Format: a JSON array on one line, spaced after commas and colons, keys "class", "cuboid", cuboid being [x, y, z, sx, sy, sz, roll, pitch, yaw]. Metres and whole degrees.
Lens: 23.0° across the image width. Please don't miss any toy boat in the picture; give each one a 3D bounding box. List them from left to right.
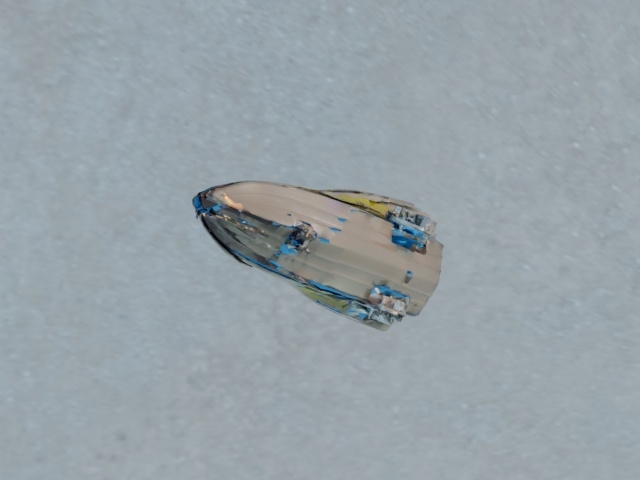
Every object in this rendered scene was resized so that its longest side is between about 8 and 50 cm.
[{"class": "toy boat", "cuboid": [0.000, 0.000, 0.947, 0.066, 0.210, 0.084, 22, 92, 44]}]
